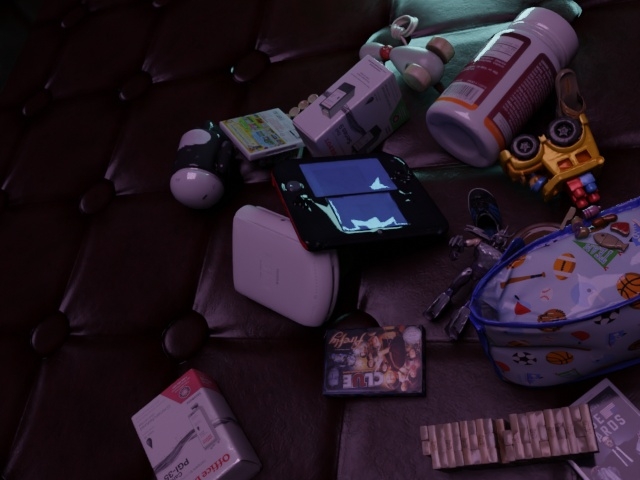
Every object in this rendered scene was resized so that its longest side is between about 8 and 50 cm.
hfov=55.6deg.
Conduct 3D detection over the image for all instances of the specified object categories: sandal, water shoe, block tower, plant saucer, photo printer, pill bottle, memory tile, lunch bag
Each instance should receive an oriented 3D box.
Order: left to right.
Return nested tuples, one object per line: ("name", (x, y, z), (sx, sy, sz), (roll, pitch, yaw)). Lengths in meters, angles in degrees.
("photo printer", (-0.087, 0.069, 1.558), (0.308, 0.255, 0.107), (23, 33, 31))
("memory tile", (-0.052, -0.399, 1.941), (0.148, 0.012, 0.113), (-36, 55, 2))
("water shoe", (0.414, -0.059, 1.509), (0.073, 0.080, 0.203), (-18, 57, 13))
("pill bottle", (0.478, -0.402, 1.588), (0.224, 0.224, 0.392), (35, 79, 34))
("block tower", (0.381, 0.407, 1.232), (0.336, 0.097, 0.090), (-16, 60, 25))
("plant saucer", (0.532, 0.034, 1.435), (0.199, 0.036, 0.198), (-11, 58, 17))
("lunch bag", (0.501, 0.132, 1.214), (0.386, 0.328, 0.238), (-25, 50, 9))
("sandal", (0.635, -0.341, 1.524), (0.072, 0.180, 0.049), (-22, 20, -7))

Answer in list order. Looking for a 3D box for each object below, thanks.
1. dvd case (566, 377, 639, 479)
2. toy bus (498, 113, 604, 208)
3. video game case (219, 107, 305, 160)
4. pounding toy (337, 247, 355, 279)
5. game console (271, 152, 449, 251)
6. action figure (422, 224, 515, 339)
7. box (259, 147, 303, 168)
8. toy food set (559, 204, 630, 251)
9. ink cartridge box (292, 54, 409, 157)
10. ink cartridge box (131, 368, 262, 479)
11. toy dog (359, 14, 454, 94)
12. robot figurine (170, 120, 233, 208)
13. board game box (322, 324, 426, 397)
("dvd case", (0.587, 0.418, 1.200), (0.179, 0.029, 0.238), (-38, 55, -1))
("toy bus", (0.575, -0.168, 1.480), (0.220, 0.149, 0.211), (-23, 72, 12))
("video game case", (-0.170, -0.328, 1.859), (0.207, 0.026, 0.227), (-19, 44, -24))
("pounding toy", (0.000, 0.000, 1.635), (0.183, 0.110, 0.236), (7, 66, 26))
("game console", (0.091, -0.111, 1.552), (0.387, 0.060, 0.342), (-7, 39, -18))
("action figure", (0.359, 0.087, 1.408), (0.185, 0.099, 0.285), (35, 96, 19))
("box", (-0.120, -0.277, 1.891), (0.137, 0.027, 0.093), (-5, 60, 20))
("toy food set", (0.505, -0.030, 1.105), (0.122, 0.019, 0.078), (20, 66, 36))
("ink cartridge box", (0.091, -0.344, 1.729), (0.289, 0.211, 0.121), (-42, 56, -2))
("ink cartridge box", (-0.304, 0.492, 1.483), (0.207, 0.117, 0.283), (-39, 55, -2))
("toy dog", (0.268, -0.513, 1.813), (0.220, 0.161, 0.333), (-35, 40, 5))
("robot figurine", (-0.363, -0.230, 1.886), (0.174, 0.209, 0.278), (10, 62, -5))
("board game box", (0.129, 0.291, 1.457), (0.244, 0.042, 0.165), (-7, 60, 20))
